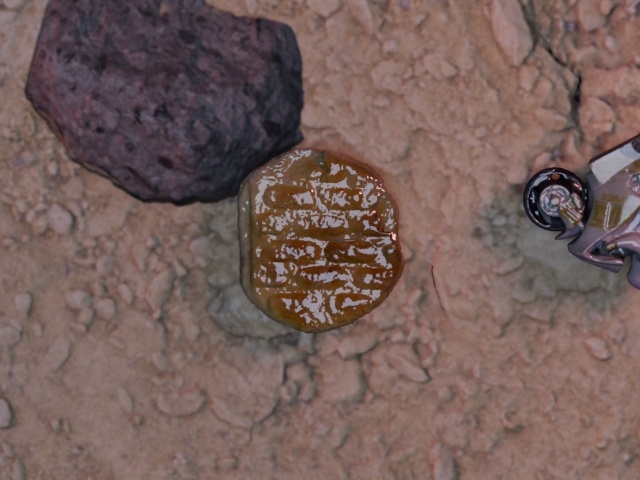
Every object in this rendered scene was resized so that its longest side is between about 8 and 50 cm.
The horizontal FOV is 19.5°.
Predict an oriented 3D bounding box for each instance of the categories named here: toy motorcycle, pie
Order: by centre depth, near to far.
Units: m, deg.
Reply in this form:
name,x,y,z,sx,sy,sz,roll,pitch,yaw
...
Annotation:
name,x,y,z,sx,sy,sz,roll,pitch,yaw
toy motorcycle,0.324,-0.029,1.858,0.225,0.073,0.152,-20,96,14
pie,0.000,0.000,1.936,0.195,0.046,0.195,2,99,12
